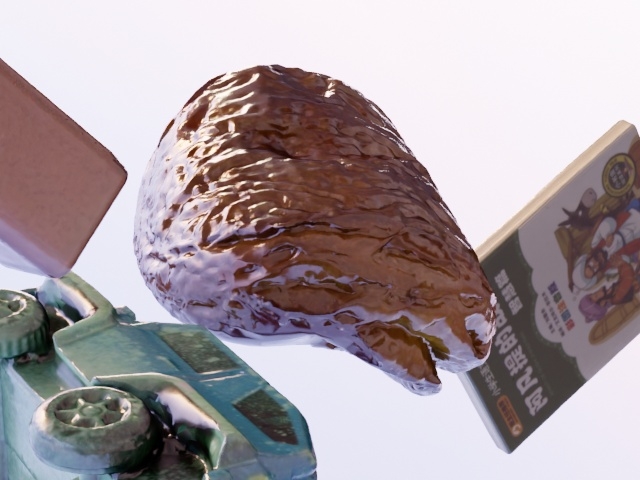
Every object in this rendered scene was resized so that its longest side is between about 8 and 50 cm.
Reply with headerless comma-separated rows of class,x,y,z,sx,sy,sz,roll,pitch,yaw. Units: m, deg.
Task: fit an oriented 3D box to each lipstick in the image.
lipstick,-0.123,-0.047,0.519,0.145,0.045,0.045,42,163,-33

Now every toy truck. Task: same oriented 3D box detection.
toy truck,-0.115,0.127,1.039,0.156,0.155,0.279,-11,-155,-27

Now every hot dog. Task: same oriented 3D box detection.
hot dog,0.000,0.000,1.379,0.267,0.174,0.387,16,-160,-17

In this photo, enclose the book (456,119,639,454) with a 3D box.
book,0.226,0.044,1.678,0.027,0.264,0.202,30,155,51
